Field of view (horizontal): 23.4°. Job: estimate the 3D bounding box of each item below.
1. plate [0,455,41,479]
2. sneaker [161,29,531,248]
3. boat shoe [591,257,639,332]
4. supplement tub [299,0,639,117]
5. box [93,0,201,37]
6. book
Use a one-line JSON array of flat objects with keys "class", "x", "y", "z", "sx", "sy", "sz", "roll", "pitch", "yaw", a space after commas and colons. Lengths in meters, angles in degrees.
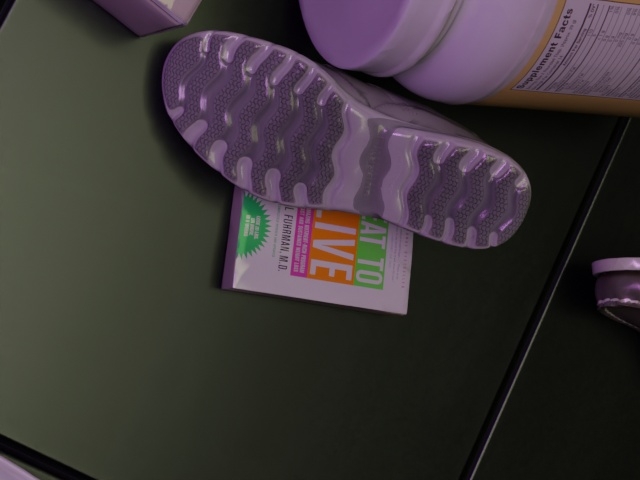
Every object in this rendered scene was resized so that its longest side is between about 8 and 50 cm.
[{"class": "plate", "x": -0.202, "y": 0.323, "z": 1.063, "sx": 0.278, "sy": 0.045, "sz": 0.277, "roll": 35, "pitch": 75, "yaw": -21}, {"class": "sneaker", "x": 0.013, "y": -0.072, "z": 1.142, "sx": 0.281, "sy": 0.115, "sz": 0.105, "roll": 25, "pitch": 102, "yaw": -8}, {"class": "boat shoe", "x": 0.348, "y": 0.087, "z": 1.297, "sx": 0.305, "sy": 0.109, "sz": 0.091, "roll": 19, "pitch": 78, "yaw": -29}, {"class": "supplement tub", "x": 0.172, "y": -0.213, "z": 1.131, "sx": 0.331, "sy": 0.241, "sz": 0.241, "roll": 2, "pitch": 90, "yaw": -26}, {"class": "box", "x": -0.081, "y": -0.286, "z": 1.086, "sx": 0.113, "sy": 0.094, "sz": 0.275, "roll": 38, "pitch": 75, "yaw": -22}, {"class": "book", "x": 0.000, "y": 0.000, "z": 1.169, "sx": 0.144, "sy": 0.035, "sz": 0.096, "roll": 10, "pitch": 83, "yaw": -25}]
